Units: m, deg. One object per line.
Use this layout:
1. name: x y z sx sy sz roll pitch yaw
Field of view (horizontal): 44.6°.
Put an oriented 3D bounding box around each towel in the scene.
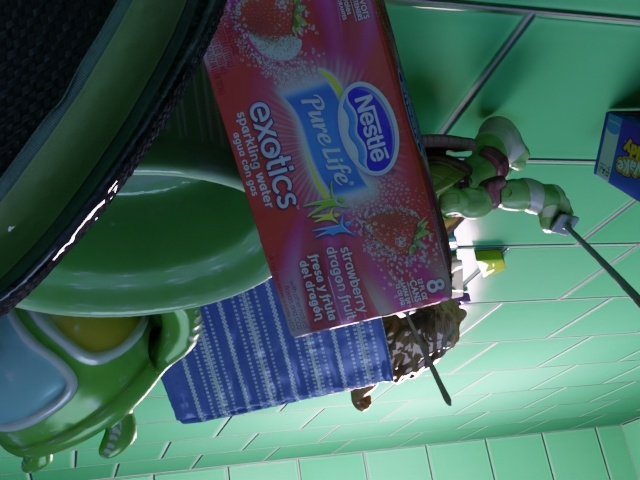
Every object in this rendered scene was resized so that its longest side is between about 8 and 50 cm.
1. towel: -0.081 0.124 1.103 0.336 0.243 0.040 -12 -162 6

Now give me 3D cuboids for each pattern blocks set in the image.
1. pattern blocks set: 0.155 0.069 1.254 0.285 0.026 0.325 -19 154 20

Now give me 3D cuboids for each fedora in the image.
1. fedora: -0.197 -0.107 0.417 0.334 0.334 0.152 -26 135 32

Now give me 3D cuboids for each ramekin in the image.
1. ramekin: -0.177 -0.050 0.717 0.303 0.148 0.303 -8 156 -3

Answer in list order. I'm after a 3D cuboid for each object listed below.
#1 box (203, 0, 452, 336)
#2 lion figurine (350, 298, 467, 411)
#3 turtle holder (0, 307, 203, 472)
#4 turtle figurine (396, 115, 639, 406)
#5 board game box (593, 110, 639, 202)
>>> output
1. box: 0.008 -0.077 0.569 0.122 0.257 0.128 -15 -171 12
2. lion figurine: 0.006 0.139 1.185 0.392 0.142 0.240 8 141 -10
3. turtle holder: -0.305 0.126 0.948 0.320 0.243 0.227 -7 125 41
4. turtle figurine: 0.145 0.000 0.776 0.274 0.266 0.198 30 124 4
5. board game box: 0.511 -0.071 0.828 0.347 0.233 0.078 -2 116 -14
